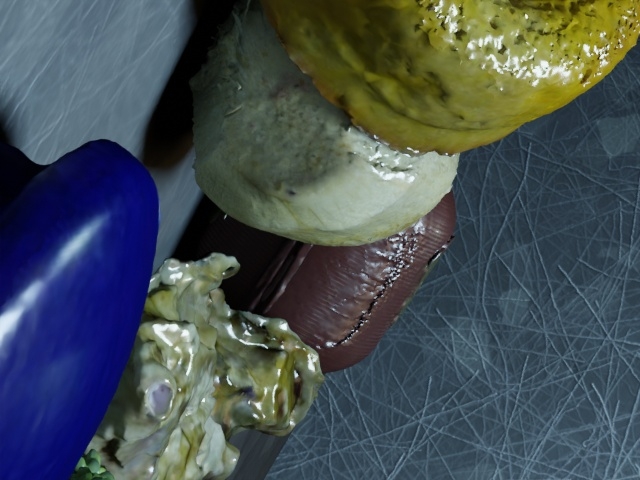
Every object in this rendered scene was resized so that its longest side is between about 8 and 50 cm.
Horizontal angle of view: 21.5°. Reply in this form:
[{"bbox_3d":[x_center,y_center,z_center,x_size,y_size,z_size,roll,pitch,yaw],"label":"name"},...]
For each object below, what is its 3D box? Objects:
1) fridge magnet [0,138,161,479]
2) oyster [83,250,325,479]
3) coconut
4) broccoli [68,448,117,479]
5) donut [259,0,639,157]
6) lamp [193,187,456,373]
[{"bbox_3d":[-0.160,0.070,0.768,0.265,0.113,0.265,-60,173,-13],"label":"fridge magnet"},{"bbox_3d":[-0.108,0.120,1.146,0.238,0.115,0.351,-48,167,-11],"label":"oyster"},{"bbox_3d":[0.007,-0.082,1.093,0.194,0.194,0.194,-59,172,-13],"label":"coconut"},{"bbox_3d":[-0.181,0.303,0.992,0.375,0.249,0.302,-67,169,9],"label":"broccoli"},{"bbox_3d":[0.097,-0.192,0.990,0.108,0.277,0.277,-6,-134,55],"label":"donut"},{"bbox_3d":[0.000,0.000,1.328,0.258,0.180,0.180,-55,174,9],"label":"lamp"}]
